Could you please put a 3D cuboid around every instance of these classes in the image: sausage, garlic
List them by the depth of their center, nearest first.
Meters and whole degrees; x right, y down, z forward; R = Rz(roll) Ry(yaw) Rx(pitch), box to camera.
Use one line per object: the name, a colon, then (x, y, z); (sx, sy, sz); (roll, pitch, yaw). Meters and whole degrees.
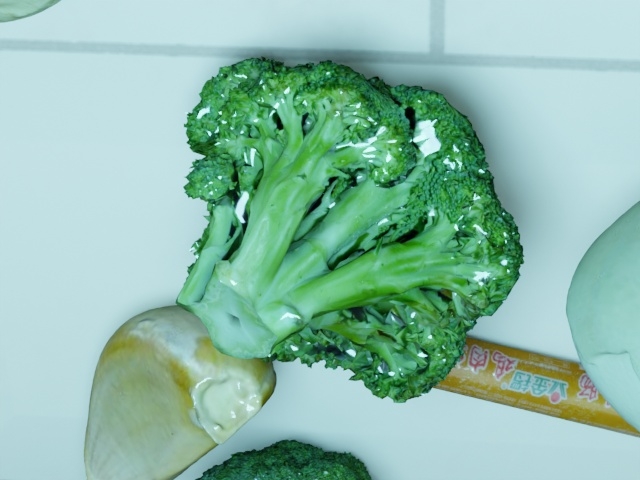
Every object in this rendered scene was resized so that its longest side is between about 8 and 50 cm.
sausage: (0.183, 0.125, 1.540); (0.348, 0.053, 0.053); (13, 125, -1)
garlic: (-0.136, 0.151, 1.541); (0.145, 0.164, 0.245); (25, 134, -22)

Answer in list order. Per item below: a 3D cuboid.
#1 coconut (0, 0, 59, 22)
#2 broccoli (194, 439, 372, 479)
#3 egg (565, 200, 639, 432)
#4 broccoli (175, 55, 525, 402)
coconut: (-0.260, -0.259, 1.263); (0.224, 0.224, 0.224); (4, 125, 6)
broccoli: (-0.034, 0.319, 1.578); (0.270, 0.270, 0.270); (45, 131, 30)
egg: (0.360, 0.064, 1.337); (0.336, 0.278, 0.278); (7, 125, 10)
broccoli: (0.000, 0.000, 1.361); (0.308, 0.275, 0.307); (23, 135, 25)
